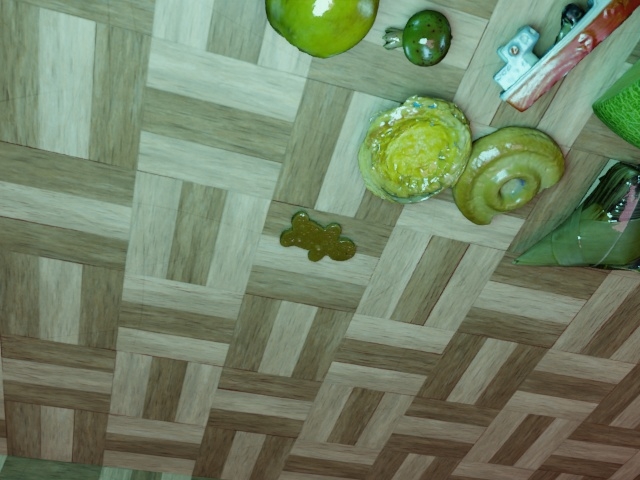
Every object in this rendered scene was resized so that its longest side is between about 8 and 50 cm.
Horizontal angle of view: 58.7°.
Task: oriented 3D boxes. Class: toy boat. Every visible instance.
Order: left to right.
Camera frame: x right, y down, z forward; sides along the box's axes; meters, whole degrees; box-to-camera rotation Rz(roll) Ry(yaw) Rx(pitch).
[{"bbox_3d":[0.486,-0.420,1.150,0.133,0.145,0.332,46,116,0],"label":"toy boat"}]

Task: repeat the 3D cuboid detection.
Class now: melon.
[{"bbox_3d":[0.798,-0.265,1.179,0.344,0.226,0.331,38,160,1],"label":"melon"}]

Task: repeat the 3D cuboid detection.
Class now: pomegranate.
[{"bbox_3d":[0.196,-0.410,1.157,0.142,0.114,0.114,7,131,22],"label":"pomegranate"}]

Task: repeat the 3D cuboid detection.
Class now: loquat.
[{"bbox_3d":[0.015,-0.464,1.048,0.214,0.213,0.246,32,109,-25],"label":"loquat"}]

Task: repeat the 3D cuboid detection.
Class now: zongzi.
[{"bbox_3d":[0.659,-0.051,1.440,0.318,0.154,0.289,-4,120,7],"label":"zongzi"}]

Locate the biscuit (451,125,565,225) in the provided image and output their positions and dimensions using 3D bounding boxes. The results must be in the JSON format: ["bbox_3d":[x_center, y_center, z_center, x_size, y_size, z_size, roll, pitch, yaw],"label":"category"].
[{"bbox_3d":[0.438,-0.160,1.371,0.274,0.091,0.213,-37,123,25],"label":"biscuit"}]

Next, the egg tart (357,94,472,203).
[{"bbox_3d":[0.208,-0.216,1.308,0.291,0.107,0.290,-4,130,-5],"label":"egg tart"}]

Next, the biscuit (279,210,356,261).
[{"bbox_3d":[0.000,0.000,1.507,0.205,0.031,0.138,22,124,-18],"label":"biscuit"}]
